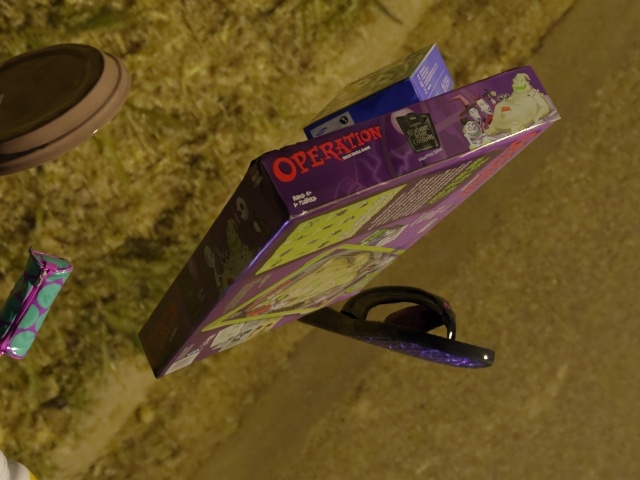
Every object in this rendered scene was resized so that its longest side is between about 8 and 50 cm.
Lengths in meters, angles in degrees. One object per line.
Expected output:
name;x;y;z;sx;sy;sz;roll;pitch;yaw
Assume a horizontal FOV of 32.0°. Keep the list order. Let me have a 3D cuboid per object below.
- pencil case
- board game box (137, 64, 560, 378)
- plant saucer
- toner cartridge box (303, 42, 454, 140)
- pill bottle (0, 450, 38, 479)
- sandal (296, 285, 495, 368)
pencil case;-0.402;0.087;1.533;0.151;0.064;0.070;-61;-174;7
board game box;0.000;0.000;0.806;0.208;0.056;0.347;-17;166;-27
plant saucer;-0.387;-0.181;1.478;0.278;0.278;0.041;-30;129;-11
toner cartridge box;0.094;-0.199;1.622;0.165;0.075;0.348;-23;-169;17
pill bottle;-0.354;0.327;1.269;0.119;0.119;0.208;-34;116;-4
sandal;0.111;0.124;1.835;0.167;0.446;0.107;21;83;-35
